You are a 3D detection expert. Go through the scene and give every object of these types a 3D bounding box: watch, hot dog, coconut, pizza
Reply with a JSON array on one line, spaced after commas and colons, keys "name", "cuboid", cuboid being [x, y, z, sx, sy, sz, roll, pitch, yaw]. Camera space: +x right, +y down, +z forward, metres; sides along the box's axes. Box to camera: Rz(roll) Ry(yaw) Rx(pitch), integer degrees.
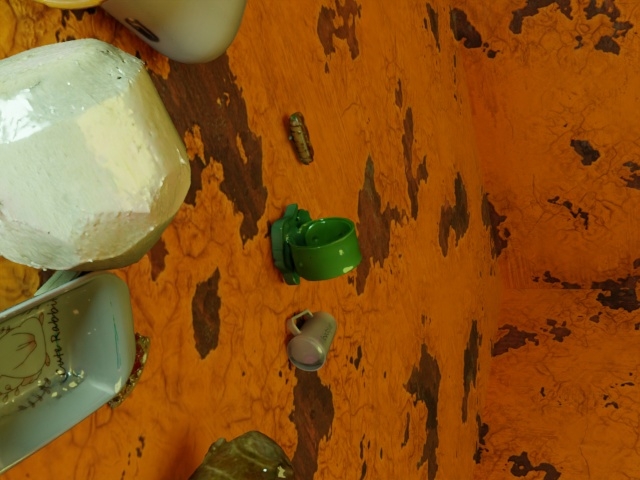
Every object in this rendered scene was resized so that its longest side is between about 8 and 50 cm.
[{"name": "watch", "cuboid": [0.000, 0.000, 1.338, 0.165, 0.152, 0.131, -48, 129, -56]}, {"name": "hot dog", "cuboid": [-0.039, -0.195, 1.408, 0.049, 0.037, 0.122, -83, 163, -47]}, {"name": "coconut", "cuboid": [-0.236, -0.071, 0.721, 0.224, 0.224, 0.233, -54, 134, -55]}, {"name": "pizza", "cuboid": [-0.244, 0.161, 0.914, 0.100, 0.029, 0.099, 30, 63, -63]}]

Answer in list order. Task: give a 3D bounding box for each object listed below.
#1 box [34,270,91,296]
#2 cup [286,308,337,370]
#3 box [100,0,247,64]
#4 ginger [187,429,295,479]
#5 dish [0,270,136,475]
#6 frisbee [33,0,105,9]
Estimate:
[{"name": "box", "cuboid": [-0.275, 0.067, 0.840, 0.083, 0.035, 0.079, -61, 142, -48]}, {"name": "cup", "cuboid": [-0.021, 0.177, 1.394, 0.104, 0.074, 0.116, 51, 30, -11]}, {"name": "box", "cuboid": [-0.180, -0.421, 0.923, 0.289, 0.141, 0.348, 31, 69, -59]}, {"name": "ginger", "cuboid": [-0.141, 0.463, 0.954, 0.254, 0.176, 0.418, 68, 35, -46]}, {"name": "dish", "cuboid": [-0.283, 0.118, 0.745, 0.234, 0.064, 0.153, -31, 124, -54]}, {"name": "frisbee", "cuboid": [-0.262, -0.332, 0.750, 0.035, 0.192, 0.191, -158, -116, -78]}]
